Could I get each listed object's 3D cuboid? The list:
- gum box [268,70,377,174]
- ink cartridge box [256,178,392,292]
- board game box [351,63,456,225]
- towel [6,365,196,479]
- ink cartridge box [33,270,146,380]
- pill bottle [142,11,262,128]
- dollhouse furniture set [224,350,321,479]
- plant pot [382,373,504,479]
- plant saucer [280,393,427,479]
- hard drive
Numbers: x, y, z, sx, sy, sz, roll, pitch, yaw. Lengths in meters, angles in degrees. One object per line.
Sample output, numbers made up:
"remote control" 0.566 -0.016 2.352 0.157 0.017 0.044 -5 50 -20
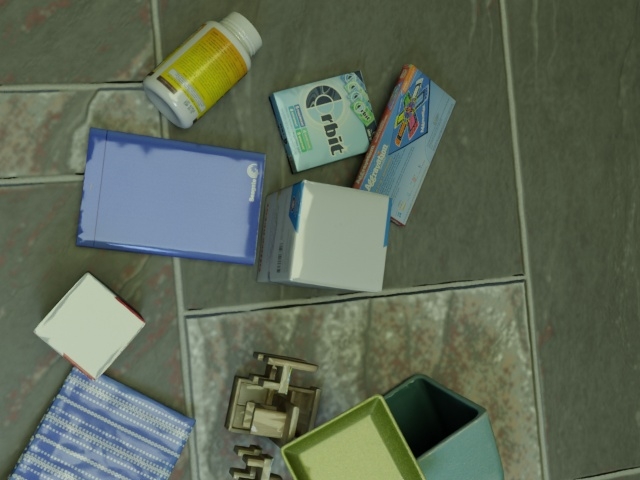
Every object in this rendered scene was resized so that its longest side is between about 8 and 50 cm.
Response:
"gum box" 0.011 -0.228 1.554 0.184 0.041 0.157 -17 93 -18
"ink cartridge box" 0.000 0.000 1.442 0.168 0.232 0.171 8 85 -18
"board game box" 0.165 -0.185 1.581 0.145 0.027 0.281 30 79 -37
"towel" -0.390 0.402 1.358 0.243 0.040 0.336 29 66 -8
"ink cartridge box" -0.384 0.138 1.351 0.128 0.176 0.127 42 80 -10
"pill bottle" -0.207 -0.311 1.452 0.117 0.117 0.215 46 77 -10
"dollhouse furniture set" -0.059 0.311 1.406 0.160 0.242 0.212 13 85 -16
"plant pot" 0.193 0.441 1.488 0.247 0.248 0.252 -31 108 -16
"plant saucer" 0.055 0.370 1.284 0.188 0.045 0.188 -26 83 -15
"hard drive" -0.267 -0.076 1.464 0.318 0.040 0.210 7 86 -16
